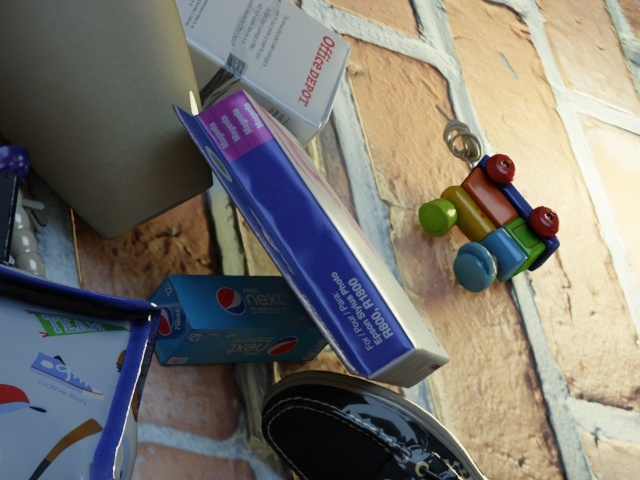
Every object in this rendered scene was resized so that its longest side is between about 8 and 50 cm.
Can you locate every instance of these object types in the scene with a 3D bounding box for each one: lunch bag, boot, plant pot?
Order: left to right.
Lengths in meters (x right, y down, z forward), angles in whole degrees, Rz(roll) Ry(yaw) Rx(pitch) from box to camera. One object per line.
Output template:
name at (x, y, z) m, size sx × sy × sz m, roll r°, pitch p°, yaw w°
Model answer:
lunch bag at (-0.303, 0.128, 1.421) m, size 0.328 × 0.239 × 0.385 m, roll 14°, pitch 26°, yaw -3°
plant pot at (-0.228, -0.150, 1.866) m, size 0.256 × 0.256 × 0.274 m, roll -29°, pitch 91°, yaw -53°
boot at (0.073, 0.318, 1.734) m, size 0.377 × 0.138 × 0.284 m, roll 41°, pitch 35°, yaw -11°

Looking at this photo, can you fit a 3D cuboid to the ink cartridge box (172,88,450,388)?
ink cartridge box at (0.000, 0.000, 1.852) m, size 0.324 × 0.071 × 0.330 m, roll 56°, pitch 5°, yaw 12°

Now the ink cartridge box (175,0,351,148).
ink cartridge box at (-0.126, -0.224, 2.118) m, size 0.289 × 0.121 × 0.211 m, roll 34°, pitch 35°, yaw -11°

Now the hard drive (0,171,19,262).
hard drive at (-0.357, -0.023, 1.690) m, size 0.135 × 0.022 × 0.094 m, roll 3°, pitch 67°, yaw 0°

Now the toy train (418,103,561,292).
toy train at (0.175, -0.053, 2.257) m, size 0.143 × 0.105 × 0.248 m, roll -28°, pitch 73°, yaw -39°

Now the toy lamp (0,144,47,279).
toy lamp at (-0.273, 0.042, 1.717) m, size 0.080 × 0.080 × 0.275 m, roll -3°, pitch 63°, yaw -45°

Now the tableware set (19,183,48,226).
tableware set at (-0.363, -0.090, 1.822) m, size 0.128 × 0.039 × 0.194 m, roll -15°, pitch 64°, yaw -50°

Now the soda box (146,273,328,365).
soda box at (-0.081, 0.083, 1.885) m, size 0.210 × 0.067 × 0.071 m, roll 2°, pitch 51°, yaw -43°
